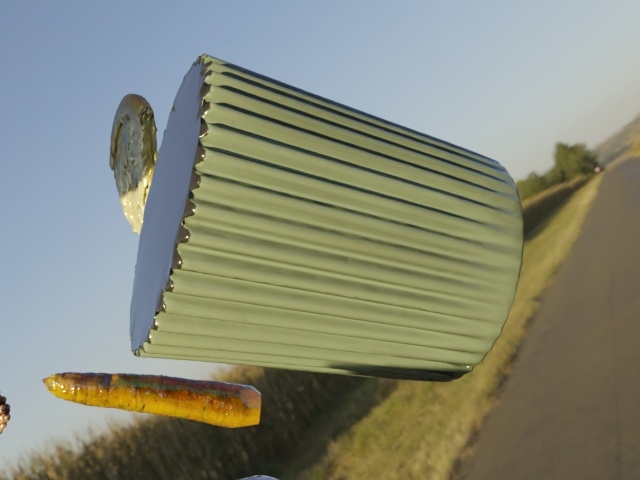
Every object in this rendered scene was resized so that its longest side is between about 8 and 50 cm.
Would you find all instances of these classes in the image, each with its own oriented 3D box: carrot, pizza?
[{"bbox_3d":[-0.242,0.226,1.321,0.314,0.066,0.066,7,-15,-9],"label":"carrot"},{"bbox_3d":[-0.288,-0.094,1.424,0.034,0.262,0.181,-9,3,-30],"label":"pizza"}]

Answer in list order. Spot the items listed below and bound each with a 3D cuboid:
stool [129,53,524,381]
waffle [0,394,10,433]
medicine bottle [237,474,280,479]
[{"bbox_3d":[0.000,0.000,0.927,0.330,0.297,0.297,13,-25,-18],"label":"stool"},{"bbox_3d":[-0.383,0.190,1.010,0.083,0.075,0.029,-52,17,28],"label":"waffle"},{"bbox_3d":[-0.165,0.361,0.894,0.325,0.212,0.212,0,-26,-40],"label":"medicine bottle"}]
